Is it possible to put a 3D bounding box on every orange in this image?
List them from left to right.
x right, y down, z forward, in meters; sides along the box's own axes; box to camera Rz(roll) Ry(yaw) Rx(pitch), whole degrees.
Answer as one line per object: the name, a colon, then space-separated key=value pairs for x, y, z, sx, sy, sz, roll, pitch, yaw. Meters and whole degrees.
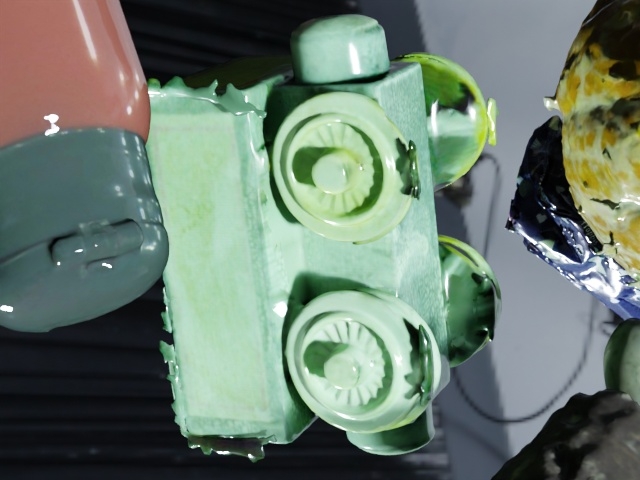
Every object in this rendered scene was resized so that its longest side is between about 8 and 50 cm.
orange: x=0.342 y=-0.105 z=1.213 sx=0.249 sy=0.329 sz=0.329 roll=-4 pitch=82 yaw=34

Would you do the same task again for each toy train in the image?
toy train: x=0.000 y=0.000 z=0.863 sx=0.188 sy=0.159 sz=0.271 roll=1 pitch=107 yaw=26

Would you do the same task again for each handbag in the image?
handbag: x=0.301 y=-0.016 z=1.398 sx=0.162 sy=0.260 sz=0.113 roll=-63 pitch=14 yaw=-25

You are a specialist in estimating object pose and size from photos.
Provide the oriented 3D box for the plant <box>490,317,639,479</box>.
plant: x=0.184 y=0.130 z=0.781 sx=0.149 sy=0.274 sz=0.146 roll=49 pitch=152 yaw=2

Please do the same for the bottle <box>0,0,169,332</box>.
bottle: x=-0.177 y=-0.117 z=0.766 sx=0.144 sy=0.144 sz=0.336 roll=-33 pitch=71 yaw=44
